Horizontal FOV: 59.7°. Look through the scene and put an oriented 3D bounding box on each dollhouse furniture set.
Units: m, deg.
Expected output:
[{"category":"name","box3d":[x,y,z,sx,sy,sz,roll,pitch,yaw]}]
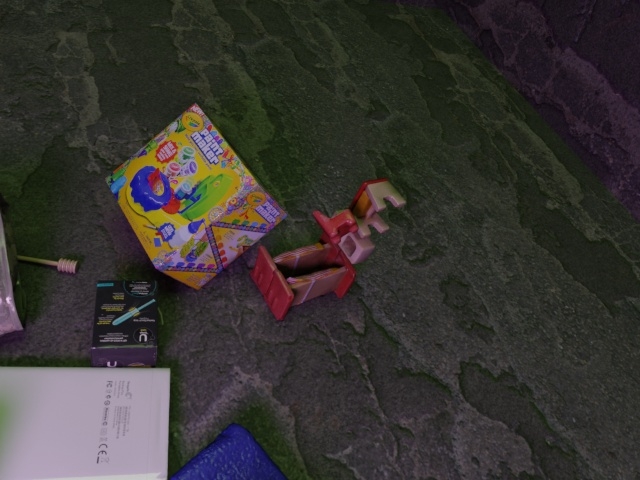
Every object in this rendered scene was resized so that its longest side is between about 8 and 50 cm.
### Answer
[{"category":"dollhouse furniture set","box3d":[0.000,0.000,1.246,0.201,0.374,0.152,-15,59,-34]}]

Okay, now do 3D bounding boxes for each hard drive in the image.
[{"category":"hard drive","box3d":[-0.449,0.328,0.975,0.353,0.047,0.233,5,42,-17]}]

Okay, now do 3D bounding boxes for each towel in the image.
[{"category":"towel","box3d":[-0.183,0.480,0.915,0.227,0.076,0.308,50,48,7]}]

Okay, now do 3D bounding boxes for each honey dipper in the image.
[{"category":"honey dipper","box3d":[-0.613,0.044,1.214,0.160,0.030,0.030,11,44,-9]}]

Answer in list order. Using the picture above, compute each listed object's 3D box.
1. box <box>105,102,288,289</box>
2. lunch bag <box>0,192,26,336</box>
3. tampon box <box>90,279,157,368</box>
[{"category":"box","box3d":[-0.283,-0.099,1.277,0.279,0.177,0.290,-40,62,1]},{"category":"lunch bag","box3d":[-0.702,0.064,1.051,0.235,0.169,0.287,-9,82,-22]},{"category":"tampon box","box3d":[-0.391,0.173,1.119,0.120,0.101,0.161,3,47,-18]}]
